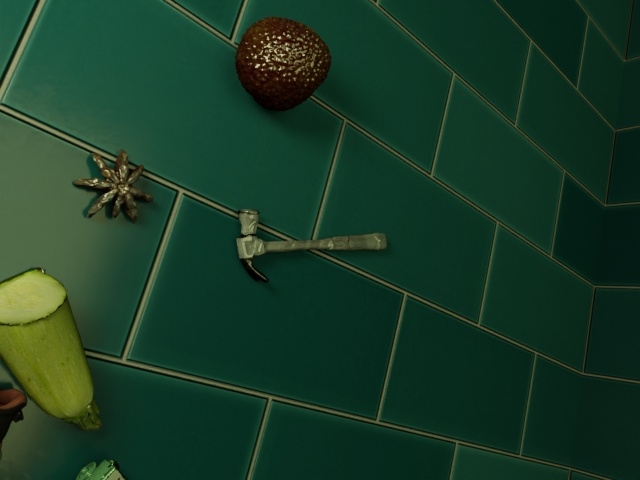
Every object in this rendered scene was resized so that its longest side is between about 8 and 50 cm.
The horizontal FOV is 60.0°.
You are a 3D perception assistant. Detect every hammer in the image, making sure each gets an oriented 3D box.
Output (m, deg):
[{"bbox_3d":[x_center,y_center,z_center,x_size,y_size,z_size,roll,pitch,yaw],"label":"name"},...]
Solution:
[{"bbox_3d":[-0.001,0.000,1.252,0.426,0.044,0.152,-5,92,-39],"label":"hammer"}]

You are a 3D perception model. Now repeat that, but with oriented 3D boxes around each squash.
[{"bbox_3d":[-0.413,0.193,0.856,0.137,0.137,0.288,-29,107,-36],"label":"squash"}]

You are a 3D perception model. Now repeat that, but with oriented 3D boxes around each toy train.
[{"bbox_3d":[-0.383,0.427,0.880,0.170,0.111,0.071,-46,111,-31],"label":"toy train"}]

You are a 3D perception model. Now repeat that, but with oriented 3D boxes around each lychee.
[{"bbox_3d":[-0.079,-0.356,1.125,0.194,0.194,0.195,2,86,-39],"label":"lychee"}]

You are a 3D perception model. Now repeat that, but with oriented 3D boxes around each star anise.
[{"bbox_3d":[-0.355,-0.096,0.971,0.141,0.042,0.141,3,85,-40],"label":"star anise"}]

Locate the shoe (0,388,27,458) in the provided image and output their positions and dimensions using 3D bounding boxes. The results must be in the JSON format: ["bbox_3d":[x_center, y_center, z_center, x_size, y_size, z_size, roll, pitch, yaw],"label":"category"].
[{"bbox_3d":[-0.531,0.193,0.766,0.137,0.114,0.291,-52,121,-22],"label":"shoe"}]
